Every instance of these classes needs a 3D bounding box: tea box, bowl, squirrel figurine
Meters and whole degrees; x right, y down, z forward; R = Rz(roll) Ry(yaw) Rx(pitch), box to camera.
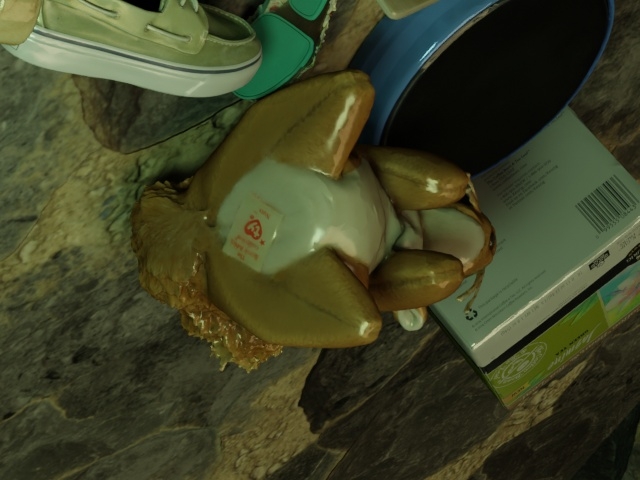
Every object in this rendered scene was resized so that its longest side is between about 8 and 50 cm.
[{"bbox_3d":[0.312,0.033,2.333,0.329,0.220,0.323,-38,154,0],"label":"tea box"},{"bbox_3d":[0.197,-0.208,1.974,0.391,0.077,0.391,-29,152,-17],"label":"bowl"},{"bbox_3d":[0.000,0.000,1.833,0.397,0.281,0.370,-14,171,30],"label":"squirrel figurine"}]

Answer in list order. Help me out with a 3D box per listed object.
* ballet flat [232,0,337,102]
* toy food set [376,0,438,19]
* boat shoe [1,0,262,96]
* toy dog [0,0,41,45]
[{"bbox_3d":[-0.017,-0.242,1.662,0.241,0.091,0.077,-53,176,36],"label":"ballet flat"},{"bbox_3d":[0.176,-0.355,1.500,0.220,0.092,0.306,-32,157,-42],"label":"toy food set"},{"bbox_3d":[-0.161,-0.204,1.513,0.302,0.109,0.094,-1,134,-46],"label":"boat shoe"},{"bbox_3d":[-0.273,-0.298,1.206,0.220,0.161,0.333,24,110,-45],"label":"toy dog"}]
